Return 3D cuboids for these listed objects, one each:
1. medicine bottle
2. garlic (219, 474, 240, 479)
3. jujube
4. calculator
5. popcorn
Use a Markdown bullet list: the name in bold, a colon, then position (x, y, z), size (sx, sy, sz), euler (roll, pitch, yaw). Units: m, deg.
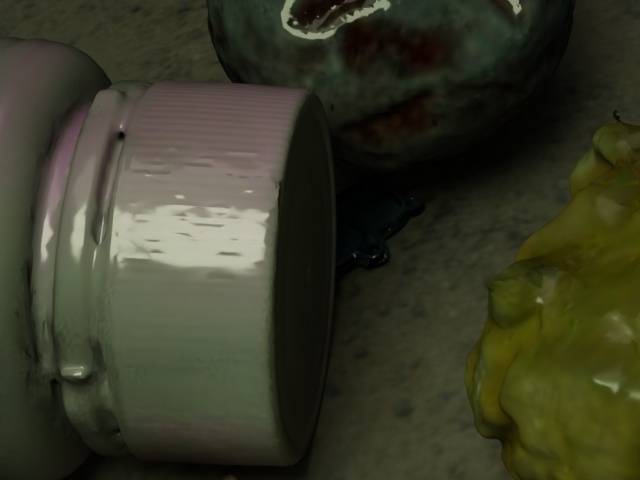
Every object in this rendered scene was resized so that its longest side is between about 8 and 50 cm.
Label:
- **medicine bottle**: position (-0.164, 0.014, 0.854), size (0.325, 0.256, 0.256), euler (4, 44, 8)
- **garlic**: position (-0.074, 0.162, 0.791), size (0.074, 0.094, 0.113), euler (38, 48, -2)
- **jujube**: position (0.046, -0.164, 0.992), size (0.246, 0.215, 0.308), euler (20, 28, 11)
- **calculator**: position (0.000, 0.000, 0.992), size (0.141, 0.019, 0.094), euler (-32, 43, -19)
- **popcorn**: position (0.187, 0.036, 0.730), size (0.249, 0.225, 0.249), euler (-13, 44, 12)
